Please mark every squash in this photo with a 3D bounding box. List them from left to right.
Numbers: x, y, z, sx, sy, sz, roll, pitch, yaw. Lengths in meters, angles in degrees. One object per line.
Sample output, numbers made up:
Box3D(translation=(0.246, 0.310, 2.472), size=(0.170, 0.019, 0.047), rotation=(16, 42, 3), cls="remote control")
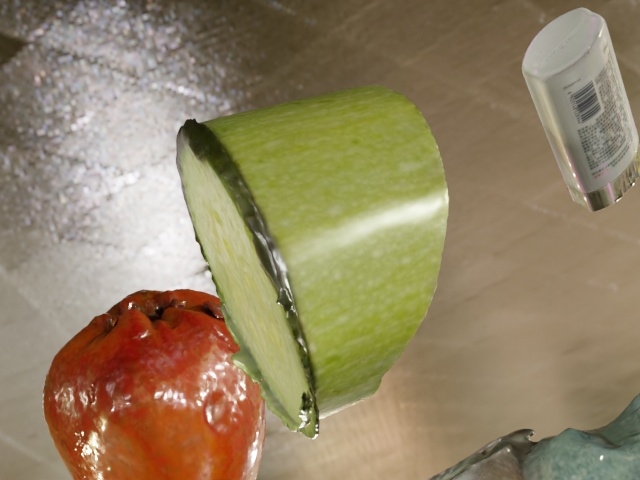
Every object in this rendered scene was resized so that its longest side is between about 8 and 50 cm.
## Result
Box3D(translation=(-0.008, 0.012, 0.826), size=(0.133, 0.220, 0.220), rotation=(-17, 159, -21), cls="squash")

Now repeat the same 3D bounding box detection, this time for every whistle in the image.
Box3D(translation=(0.208, 0.224, 1.049), size=(0.348, 0.189, 0.189), rotation=(-41, 152, 26), cls="whistle")

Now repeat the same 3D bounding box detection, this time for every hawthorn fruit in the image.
Box3D(translation=(-0.146, 0.194, 1.190), size=(0.211, 0.299, 0.211), rotation=(-11, 179, 0), cls="hawthorn fruit")

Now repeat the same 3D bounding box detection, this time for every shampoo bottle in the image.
Box3D(translation=(0.252, -0.117, 1.187), size=(0.086, 0.056, 0.227), rotation=(-45, 142, -6), cls="shampoo bottle")
